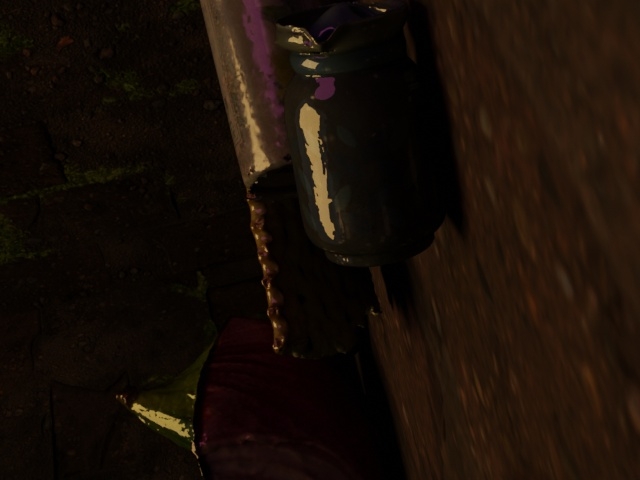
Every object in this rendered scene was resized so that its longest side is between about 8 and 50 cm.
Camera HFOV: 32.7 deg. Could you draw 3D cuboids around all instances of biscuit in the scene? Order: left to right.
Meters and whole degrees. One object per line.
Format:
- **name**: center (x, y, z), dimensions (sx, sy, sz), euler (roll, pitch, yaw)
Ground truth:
- **biscuit**: center (-0.008, -0.030, 0.580), dimensions (0.144, 0.016, 0.203), euler (28, -133, -63)

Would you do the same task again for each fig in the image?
- **fig**: center (-0.075, 0.175, 1.071), dimensions (0.203, 0.235, 0.203), euler (170, 90, -83)

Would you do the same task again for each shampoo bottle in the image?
- **shampoo bottle**: center (-0.026, -0.130, 0.500), dimensions (0.072, 0.072, 0.214), euler (98, 158, -80)

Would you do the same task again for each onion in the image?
- **onion**: center (0.007, 0.170, 0.852), dimensions (0.247, 0.111, 0.250), euler (-72, -41, -65)

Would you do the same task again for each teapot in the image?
- **teapot**: center (0.019, -0.038, 0.361), dimensions (0.049, 0.063, 0.083), euler (16, 121, 49)

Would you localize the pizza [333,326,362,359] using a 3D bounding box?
- **pizza**: center (0.000, 0.000, 0.832), dimensions (0.176, 0.036, 0.184), euler (-103, -2, -53)
